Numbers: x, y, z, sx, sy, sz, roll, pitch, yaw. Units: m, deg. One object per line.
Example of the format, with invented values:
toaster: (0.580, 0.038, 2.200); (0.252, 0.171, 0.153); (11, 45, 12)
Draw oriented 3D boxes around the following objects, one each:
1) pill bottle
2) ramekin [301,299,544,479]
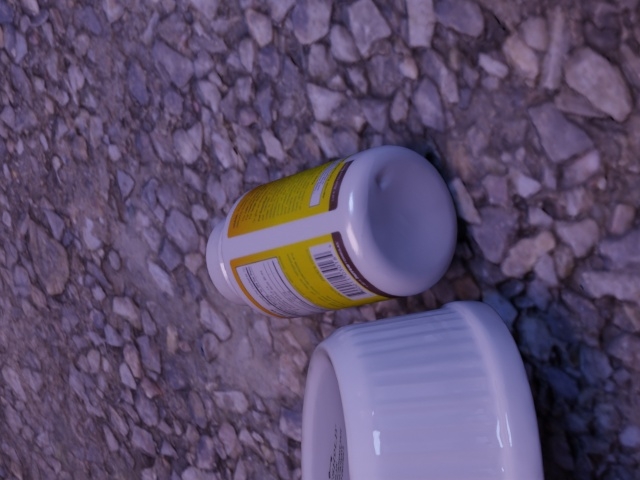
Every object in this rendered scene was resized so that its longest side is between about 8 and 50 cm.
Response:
pill bottle: (0.000, 0.000, 0.987); (0.215, 0.117, 0.117); (-14, 100, 49)
ramekin: (0.063, 0.181, 0.905); (0.273, 0.127, 0.272); (180, 90, -80)
